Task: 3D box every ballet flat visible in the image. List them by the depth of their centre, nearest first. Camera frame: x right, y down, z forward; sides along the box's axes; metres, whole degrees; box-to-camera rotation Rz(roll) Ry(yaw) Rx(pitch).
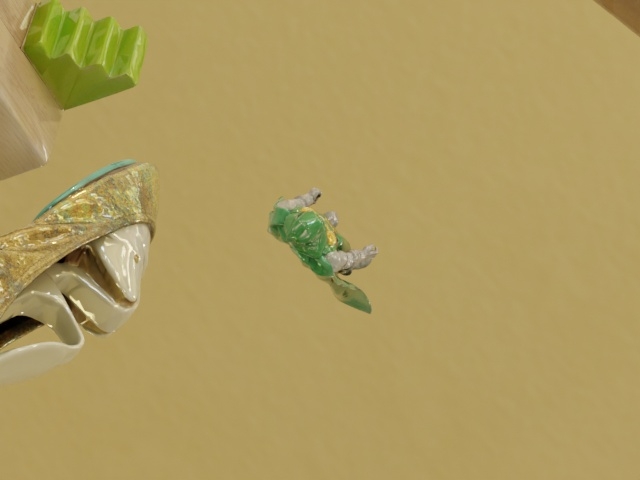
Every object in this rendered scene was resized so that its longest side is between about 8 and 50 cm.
[{"bbox_3d":[-0.204,0.036,1.458,0.123,0.123,0.348,-51,-12,32],"label":"ballet flat"}]

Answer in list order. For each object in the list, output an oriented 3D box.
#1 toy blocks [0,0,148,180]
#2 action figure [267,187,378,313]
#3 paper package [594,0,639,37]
[{"bbox_3d":[-0.327,-0.124,1.058,0.381,0.261,0.191,-16,37,19],"label":"toy blocks"},{"bbox_3d":[0.000,0.000,1.678,0.063,0.137,0.232,-43,-7,3],"label":"action figure"},{"bbox_3d":[0.381,-0.294,2.032,0.168,0.325,0.309,-54,-27,14],"label":"paper package"}]
